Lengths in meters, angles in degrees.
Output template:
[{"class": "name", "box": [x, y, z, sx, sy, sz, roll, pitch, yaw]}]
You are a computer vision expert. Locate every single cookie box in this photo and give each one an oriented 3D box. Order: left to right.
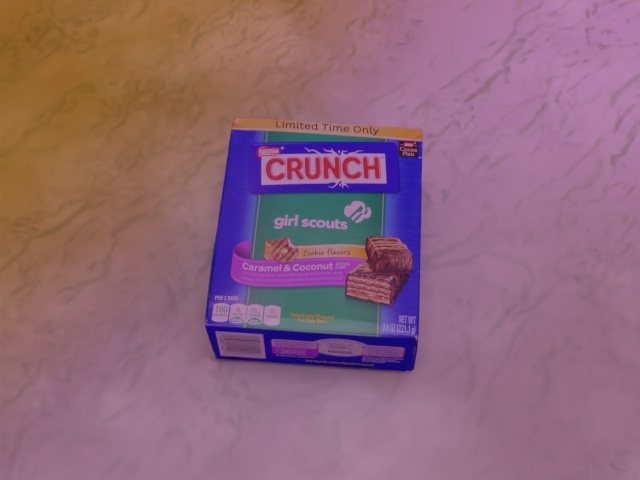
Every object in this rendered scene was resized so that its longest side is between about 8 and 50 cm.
[{"class": "cookie box", "box": [0.000, 0.000, 0.442, 0.091, 0.040, 0.107, 3, 61, 2]}]
